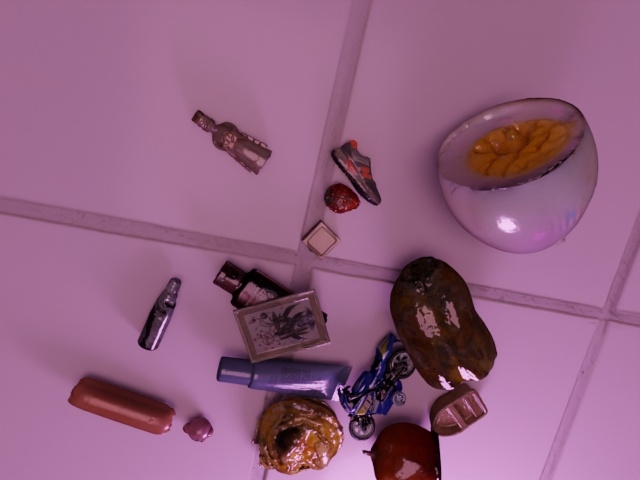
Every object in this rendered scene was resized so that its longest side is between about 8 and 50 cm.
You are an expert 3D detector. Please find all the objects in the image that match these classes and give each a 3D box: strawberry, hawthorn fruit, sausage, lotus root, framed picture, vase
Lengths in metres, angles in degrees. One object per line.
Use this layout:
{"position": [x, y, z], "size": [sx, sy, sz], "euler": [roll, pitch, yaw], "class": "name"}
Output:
{"position": [0.060, -0.110, 1.220], "size": [0.096, 0.083, 0.083], "euler": [19, 100, -20], "class": "strawberry"}
{"position": [0.246, 0.662, 1.370], "size": [0.249, 0.215, 0.216], "euler": [13, 102, -12], "class": "hawthorn fruit"}
{"position": [-0.550, 0.464, 1.273], "size": [0.288, 0.086, 0.086], "euler": [26, 99, -12], "class": "sausage"}
{"position": [0.327, 0.217, 1.255], "size": [0.250, 0.250, 0.346], "euler": [-26, 106, -1], "class": "lotus root"}
{"position": [-0.103, 0.234, 1.230], "size": [0.231, 0.010, 0.173], "euler": [-16, 108, 3], "class": "framed picture"}
{"position": [-0.431, 0.195, 1.236], "size": [0.059, 0.060, 0.212], "euler": [24, 99, -12], "class": "vase"}

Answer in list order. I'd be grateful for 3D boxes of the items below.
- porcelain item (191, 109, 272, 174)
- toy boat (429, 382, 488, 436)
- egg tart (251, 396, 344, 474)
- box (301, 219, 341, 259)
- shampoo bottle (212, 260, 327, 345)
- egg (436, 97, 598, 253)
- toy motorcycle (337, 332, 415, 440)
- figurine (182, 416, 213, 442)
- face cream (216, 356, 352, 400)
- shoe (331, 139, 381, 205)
{"position": [-0.229, -0.257, 1.156], "size": [0.213, 0.054, 0.084], "euler": [34, 95, -13], "class": "porcelain item"}
{"position": [0.420, 0.540, 1.434], "size": [0.188, 0.061, 0.116], "euler": [-33, 107, 1], "class": "toy boat"}
{"position": [-0.068, 0.603, 1.344], "size": [0.296, 0.132, 0.297], "euler": [-1, 114, -1], "class": "egg tart"}
{"position": [0.000, 0.000, 1.259], "size": [0.083, 0.035, 0.079], "euler": [-44, 105, 5], "class": "box"}
{"position": [-0.142, 0.173, 1.258], "size": [0.322, 0.084, 0.129], "euler": [33, 100, -13], "class": "shampoo bottle"}
{"position": [0.504, -0.125, 1.152], "size": [0.354, 0.355, 0.340], "euler": [-33, 126, 1], "class": "egg"}
{"position": [0.156, 0.428, 1.342], "size": [0.168, 0.113, 0.315], "euler": [36, 82, -10], "class": "toy motorcycle"}
{"position": [-0.356, 0.550, 1.328], "size": [0.083, 0.071, 0.067], "euler": [24, 58, -20], "class": "figurine"}
{"position": [-0.103, 0.395, 1.318], "size": [0.384, 0.086, 0.136], "euler": [12, 112, -17], "class": "face cream"}
{"position": [0.112, -0.181, 1.214], "size": [0.077, 0.074, 0.194], "euler": [-41, 103, -2], "class": "shoe"}
